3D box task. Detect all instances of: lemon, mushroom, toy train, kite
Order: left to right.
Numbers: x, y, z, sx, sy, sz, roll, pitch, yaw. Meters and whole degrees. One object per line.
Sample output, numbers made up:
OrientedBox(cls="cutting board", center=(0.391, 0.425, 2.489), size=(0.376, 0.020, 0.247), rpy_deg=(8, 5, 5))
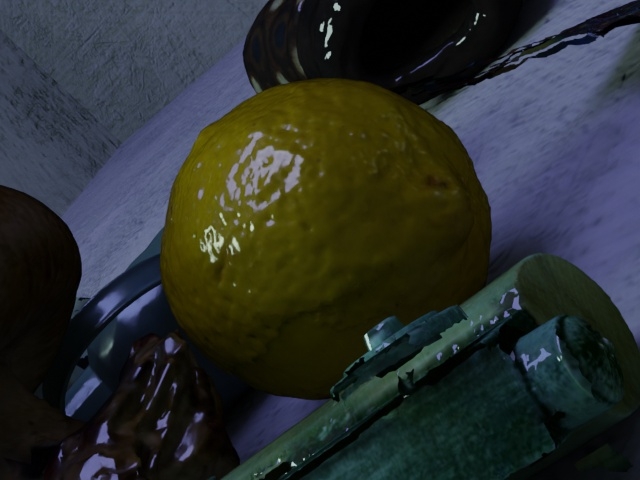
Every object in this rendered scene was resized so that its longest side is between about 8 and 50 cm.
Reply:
OrientedBox(cls="mushroom", center=(-0.238, 0.119, 0.912), size=(0.334, 0.356, 0.331), rpy_deg=(113, 168, -54))
OrientedBox(cls="lemon", center=(0.000, 0.000, 0.884), size=(0.260, 0.204, 0.204), rpy_deg=(-20, 30, 54))
OrientedBox(cls="toy train", center=(0.030, 0.128, 0.670), size=(0.307, 0.126, 0.189), rpy_deg=(-39, -17, 28))
OrientedBox(cls="kite", center=(0.164, -0.137, 0.946), size=(0.286, 0.015, 0.152), rpy_deg=(-21, 6, -21))

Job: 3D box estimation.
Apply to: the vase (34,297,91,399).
OrientedBox(cls="vase", center=(-0.245, 0.138, 1.352), size=(0.165, 0.165, 0.360), rpy_deg=(-46, 10, 0))

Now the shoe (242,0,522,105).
OrientedBox(cls="shoe", center=(0.051, -0.212, 1.408), size=(0.384, 0.171, 0.237), rpy_deg=(-28, 18, 34))

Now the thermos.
OrientedBox(cls="thermos", center=(-0.110, 0.065, 1.113), size=(0.145, 0.182, 0.286), rpy_deg=(38, 83, 32))
